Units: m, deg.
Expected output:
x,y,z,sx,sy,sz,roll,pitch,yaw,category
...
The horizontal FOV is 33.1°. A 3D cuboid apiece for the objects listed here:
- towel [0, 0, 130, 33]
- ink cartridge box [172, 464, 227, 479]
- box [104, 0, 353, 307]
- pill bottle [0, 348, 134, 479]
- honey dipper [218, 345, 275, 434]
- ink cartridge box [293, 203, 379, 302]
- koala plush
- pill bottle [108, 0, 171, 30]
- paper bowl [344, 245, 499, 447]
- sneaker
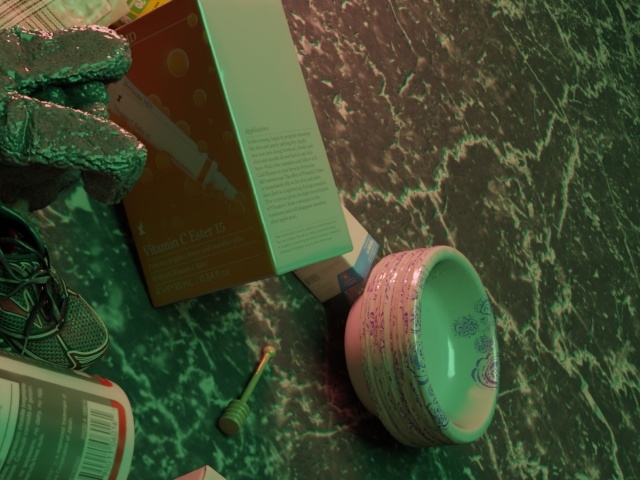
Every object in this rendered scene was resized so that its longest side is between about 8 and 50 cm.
x,y,z,sx,sy,sz,roll,pitch,yaw,category
-0.419,-0.336,1.279,0.312,0.056,0.324,52,52,-11,towel
-0.108,0.401,1.083,0.270,0.198,0.197,43,40,-23,ink cartridge box
-0.131,-0.114,1.352,0.168,0.215,0.345,-16,89,-53,box
-0.332,0.176,1.003,0.283,0.161,0.161,24,49,-38,pill bottle
-0.089,0.190,1.397,0.030,0.030,0.161,50,35,-13,honey dipper
0.000,0.000,1.580,0.143,0.092,0.090,48,37,-16,ink cartridge box
-0.320,-0.106,1.176,0.203,0.221,0.196,1,64,-25,koala plush
-0.198,-0.319,1.526,0.245,0.136,0.136,27,47,-36,pill bottle
0.141,0.156,1.560,0.284,0.148,0.284,24,61,-52,paper bowl
-0.315,0.049,1.120,0.299,0.112,0.121,49,29,-47,sneaker
